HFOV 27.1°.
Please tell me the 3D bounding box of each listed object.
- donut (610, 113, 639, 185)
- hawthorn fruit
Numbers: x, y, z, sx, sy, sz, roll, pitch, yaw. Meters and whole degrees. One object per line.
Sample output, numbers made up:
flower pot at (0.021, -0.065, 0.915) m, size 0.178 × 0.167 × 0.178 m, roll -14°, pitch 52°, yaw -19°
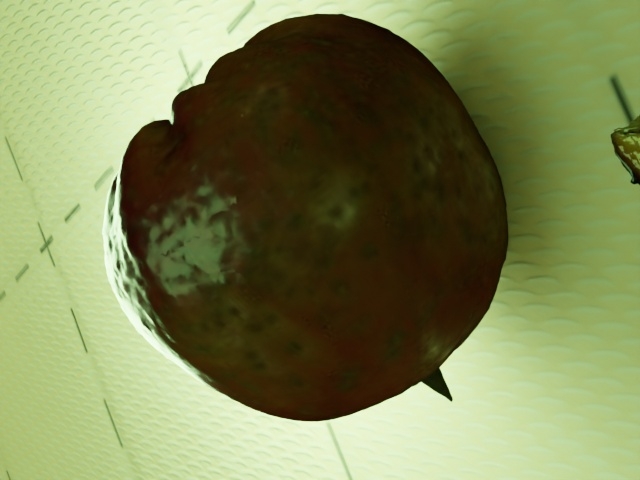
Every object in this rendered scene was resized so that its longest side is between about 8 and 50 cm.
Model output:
donut at (0.316, -0.090, 0.972) m, size 0.146 × 0.078 × 0.181 m, roll 41°, pitch 126°, yaw 14°
hawthorn fruit at (0.000, 0.000, 1.267) m, size 0.403 × 0.403 × 0.402 m, roll 32°, pitch 130°, yaw 47°
